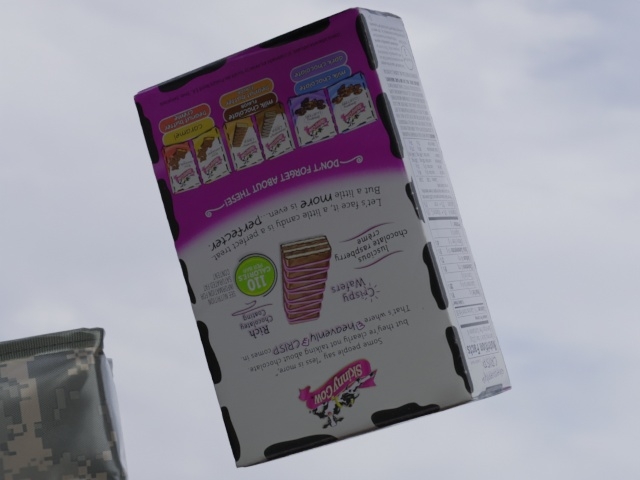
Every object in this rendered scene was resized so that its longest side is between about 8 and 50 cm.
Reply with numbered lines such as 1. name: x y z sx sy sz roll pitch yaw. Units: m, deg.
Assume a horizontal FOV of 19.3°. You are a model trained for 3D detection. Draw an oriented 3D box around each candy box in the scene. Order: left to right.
1. candy box: 0.000 0.000 1.102 0.159 0.233 0.071 -18 -7 25

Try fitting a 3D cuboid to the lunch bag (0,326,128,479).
1. lunch bag: -0.252 0.196 1.129 0.287 0.235 0.169 -9 -12 -7
